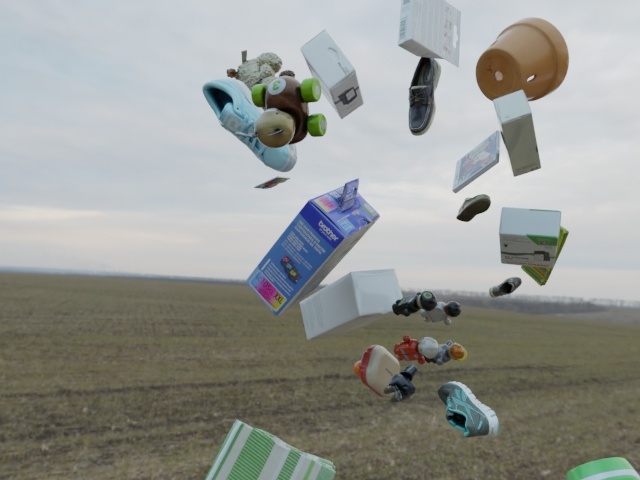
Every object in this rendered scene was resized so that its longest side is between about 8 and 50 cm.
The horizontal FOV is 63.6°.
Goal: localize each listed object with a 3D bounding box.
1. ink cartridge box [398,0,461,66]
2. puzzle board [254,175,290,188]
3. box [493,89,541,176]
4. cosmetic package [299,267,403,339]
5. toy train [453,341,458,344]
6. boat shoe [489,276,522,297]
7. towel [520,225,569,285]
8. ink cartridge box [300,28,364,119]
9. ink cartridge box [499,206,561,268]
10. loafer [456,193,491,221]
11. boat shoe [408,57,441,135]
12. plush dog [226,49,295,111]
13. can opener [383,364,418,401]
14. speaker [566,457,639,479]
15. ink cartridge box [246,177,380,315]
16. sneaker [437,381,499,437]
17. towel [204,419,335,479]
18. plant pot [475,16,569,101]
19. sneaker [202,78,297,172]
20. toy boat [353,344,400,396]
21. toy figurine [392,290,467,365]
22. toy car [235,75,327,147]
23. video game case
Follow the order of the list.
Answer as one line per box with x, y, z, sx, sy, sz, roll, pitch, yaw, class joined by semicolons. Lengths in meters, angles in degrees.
0.315;-0.608;1.471;0.224;0.181;0.056;10;-8;-42;ink cartridge box
-0.201;-0.239;2.157;0.128;0.011;0.096;-19;-7;28;puzzle board
0.626;-0.332;1.635;0.094;0.113;0.275;-17;-35;19;box
0.101;0.229;1.800;0.196;0.155;0.365;-1;-22;-33;cosmetic package
0.568;0.466;2.206;0.023;0.083;0.017;25;43;12;toy train
0.661;0.165;1.814;0.152;0.056;0.049;-21;1;-29;boat shoe
0.724;0.036;1.678;0.021;0.237;0.102;-21;46;-24;towel
0.041;-0.511;1.613;0.100;0.172;0.237;-35;-13;4;ink cartridge box
0.586;-0.004;1.451;0.152;0.087;0.208;5;-24;24;ink cartridge box
0.410;-0.096;1.393;0.056;0.050;0.148;15;-20;-10;loafer
0.345;-0.503;1.768;0.102;0.286;0.092;8;-10;38;boat shoe
-0.221;-0.582;1.969;0.225;0.263;0.210;37;18;21;plush dog
0.180;0.338;1.166;0.073;0.059;0.186;-29;-23;-21;can opener
0.520;0.524;0.842;0.131;0.297;0.131;-6;-40;-5;speaker
0.000;0.000;1.465;0.395;0.151;0.270;-48;-8;28;ink cartridge box
0.275;0.335;1.027;0.076;0.065;0.166;-6;12;-21;sneaker
-0.143;0.664;1.407;0.324;0.248;0.038;31;-12;-11;towel
0.698;-0.618;1.848;0.203;0.291;0.290;-31;11;-24;plant pot
-0.222;-0.331;1.510;0.150;0.366;0.135;-19;-29;-51;sneaker
0.192;0.479;1.901;0.151;0.151;0.231;0;-33;37;toy boat
0.329;0.263;1.536;0.209;0.213;0.148;18;-26;-34;toy figurine
-0.097;-0.259;1.099;0.154;0.149;0.188;2;29;26;toy car
0.555;-0.280;1.836;0.023;0.184;0.201;36;-45;-15;video game case
